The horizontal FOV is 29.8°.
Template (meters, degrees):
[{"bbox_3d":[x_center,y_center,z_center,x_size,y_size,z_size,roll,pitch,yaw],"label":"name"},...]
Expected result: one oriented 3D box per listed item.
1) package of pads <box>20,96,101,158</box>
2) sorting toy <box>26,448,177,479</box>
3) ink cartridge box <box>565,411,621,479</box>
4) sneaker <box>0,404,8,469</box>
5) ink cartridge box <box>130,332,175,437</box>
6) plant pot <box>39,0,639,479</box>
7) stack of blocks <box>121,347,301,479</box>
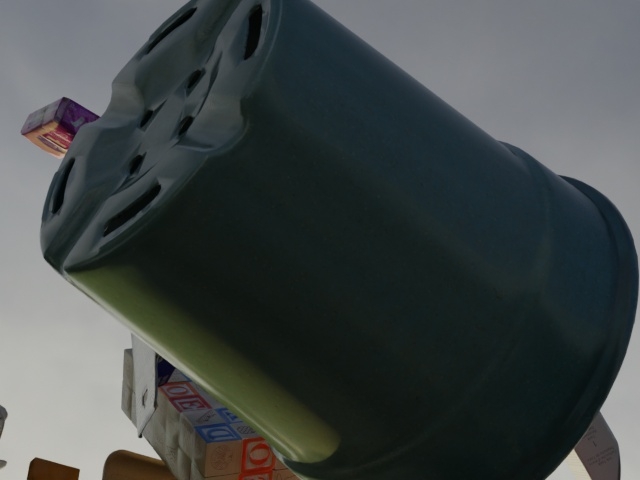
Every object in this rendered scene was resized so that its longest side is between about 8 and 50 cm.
[{"bbox_3d":[-0.247,-0.107,1.153,0.050,0.032,0.083,30,-24,-30],"label":"package of pads"},{"bbox_3d":[-0.225,0.378,1.506,0.307,0.229,0.041,21,-37,-26],"label":"sorting toy"},{"bbox_3d":[0.324,0.268,1.379,0.056,0.181,0.225,-31,-101,0],"label":"ink cartridge box"},{"bbox_3d":[-0.472,0.212,1.567,0.099,0.121,0.262,36,-46,41],"label":"sneaker"},{"bbox_3d":[-0.174,0.085,1.284,0.045,0.224,0.223,-3,-16,-14],"label":"ink cartridge box"},{"bbox_3d":[0.000,0.000,0.897,0.341,0.341,0.334,-26,-52,37],"label":"plant pot"},{"bbox_3d":[-0.117,0.216,1.474,0.171,0.297,0.087,-3,-73,-26],"label":"stack of blocks"}]
